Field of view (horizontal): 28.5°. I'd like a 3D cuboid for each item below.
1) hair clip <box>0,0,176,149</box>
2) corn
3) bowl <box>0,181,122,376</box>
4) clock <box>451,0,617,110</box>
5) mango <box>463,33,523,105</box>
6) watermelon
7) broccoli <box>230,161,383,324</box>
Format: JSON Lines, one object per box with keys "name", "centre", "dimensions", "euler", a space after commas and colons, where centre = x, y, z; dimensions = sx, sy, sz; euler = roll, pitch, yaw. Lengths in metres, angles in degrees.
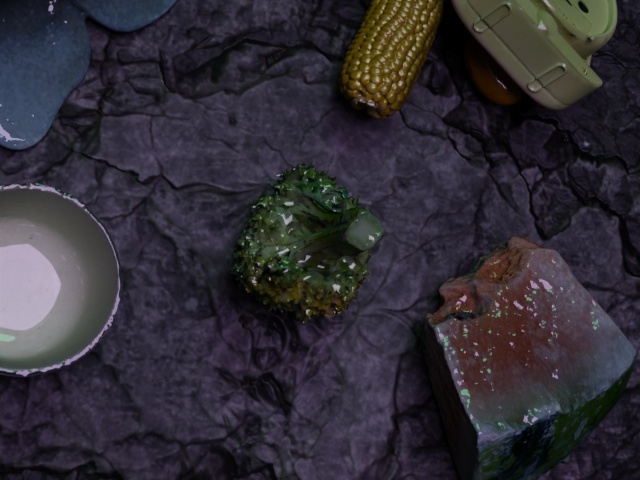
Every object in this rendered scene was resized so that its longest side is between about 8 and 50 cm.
{"name": "hair clip", "centre": [-0.307, -0.354, 1.405], "dimensions": [0.318, 0.238, 0.392], "euler": [-32, 92, -27]}
{"name": "corn", "centre": [0.103, -0.279, 1.633], "dimensions": [0.101, 0.101, 0.310], "euler": [30, 64, -14]}
{"name": "bowl", "centre": [-0.331, 0.050, 1.376], "dimensions": [0.211, 0.112, 0.211], "euler": [5, 77, -21]}
{"name": "clock", "centre": [0.303, -0.336, 1.693], "dimensions": [0.235, 0.096, 0.308], "euler": [43, 44, -14]}
{"name": "mango", "centre": [0.237, -0.235, 1.696], "dimensions": [0.080, 0.060, 0.114], "euler": [-21, 86, -25]}
{"name": "watermelon", "centre": [0.250, 0.161, 1.571], "dimensions": [0.264, 0.151, 0.302], "euler": [-25, 90, -24]}
{"name": "broccoli", "centre": [0.000, 0.000, 1.481], "dimensions": [0.219, 0.194, 0.194], "euler": [-30, 91, -30]}
